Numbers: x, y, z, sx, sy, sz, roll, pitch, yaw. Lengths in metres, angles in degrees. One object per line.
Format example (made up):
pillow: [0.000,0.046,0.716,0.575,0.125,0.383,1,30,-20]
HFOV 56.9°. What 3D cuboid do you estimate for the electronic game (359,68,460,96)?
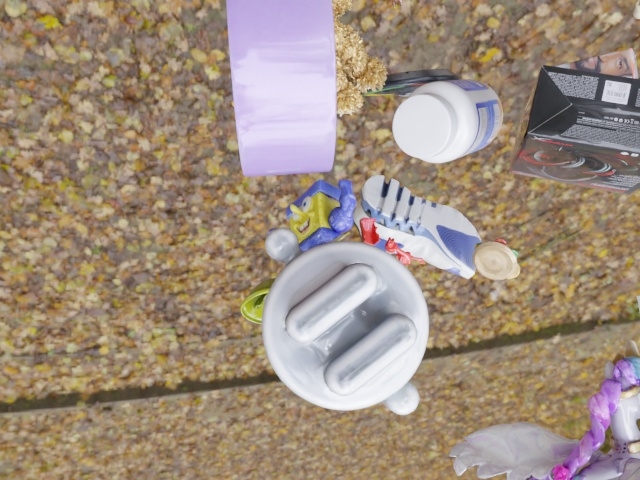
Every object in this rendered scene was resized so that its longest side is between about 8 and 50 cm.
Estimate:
electronic game: [0.204,-0.356,1.357,0.229,0.229,0.048,-7,99,-11]

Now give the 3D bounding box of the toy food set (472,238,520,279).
toy food set: [0.319,0.035,1.075,0.083,0.020,0.083,-2,117,34]

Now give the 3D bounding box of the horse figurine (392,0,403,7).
horse figurine: [0.125,-0.525,0.921,0.066,0.175,0.263,18,163,13]

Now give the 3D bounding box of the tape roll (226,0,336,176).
tape roll: [-0.035,-0.152,0.522,0.080,0.189,0.189,-3,143,-4]

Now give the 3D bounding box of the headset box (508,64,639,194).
headset box: [0.439,-0.166,0.968,0.218,0.110,0.293,13,177,12]

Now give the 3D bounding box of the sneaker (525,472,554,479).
sneaker: [0.385,0.465,1.105,0.178,0.072,0.077,9,113,-42]

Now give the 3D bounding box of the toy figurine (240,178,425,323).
toy figurine: [0.000,0.000,1.096,0.191,0.217,0.362,16,143,-33]

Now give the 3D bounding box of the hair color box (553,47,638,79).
hair color box: [0.607,-0.357,1.307,0.167,0.093,0.053,-5,-177,39]

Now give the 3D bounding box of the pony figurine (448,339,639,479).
pony figurine: [0.425,0.370,0.900,0.350,0.364,0.302,-17,-175,-26]

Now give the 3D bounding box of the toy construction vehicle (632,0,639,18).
toy construction vehicle: [0.349,-0.230,0.548,0.098,0.035,0.086,15,-178,24]

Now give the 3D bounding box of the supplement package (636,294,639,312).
supplement package: [0.852,0.174,1.271,0.292,0.175,0.177,-7,177,-36]

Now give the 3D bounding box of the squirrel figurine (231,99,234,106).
squirrel figurine: [-0.147,-0.536,1.833,0.370,0.281,0.397,-56,171,17]

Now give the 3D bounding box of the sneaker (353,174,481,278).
sneaker: [0.200,-0.015,1.365,0.315,0.127,0.182,30,147,-8]

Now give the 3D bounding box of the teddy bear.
teddy bear: [-0.010,-0.398,1.150,0.245,0.338,0.113,-28,180,-17]

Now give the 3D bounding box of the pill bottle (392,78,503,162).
pill bottle: [0.245,-0.232,1.147,0.152,0.152,0.272,-45,168,34]

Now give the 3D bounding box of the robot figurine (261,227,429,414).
robot figurine: [0.025,0.106,0.791,0.199,0.300,0.353,-33,179,-5]
